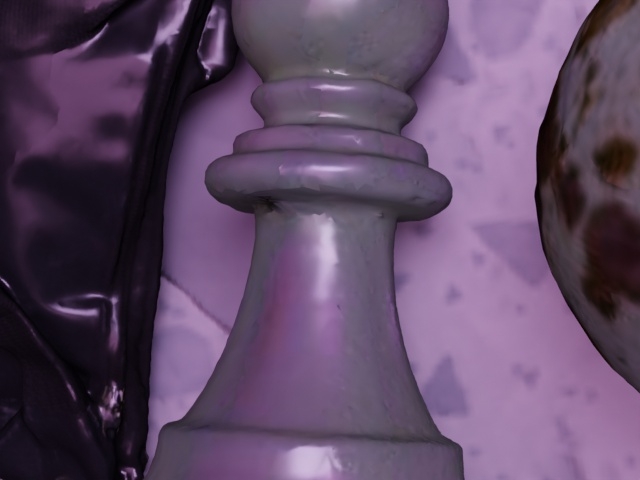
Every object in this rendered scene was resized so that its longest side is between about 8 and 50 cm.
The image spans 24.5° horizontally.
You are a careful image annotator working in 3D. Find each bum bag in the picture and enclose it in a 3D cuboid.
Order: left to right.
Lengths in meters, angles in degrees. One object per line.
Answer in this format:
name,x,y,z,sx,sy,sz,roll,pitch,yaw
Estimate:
bum bag,-0.098,-0.030,0.514,0.123,0.060,0.248,14,99,14

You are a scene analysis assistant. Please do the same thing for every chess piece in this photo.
chess piece,0.000,0.000,0.465,0.139,0.139,0.272,2,85,16

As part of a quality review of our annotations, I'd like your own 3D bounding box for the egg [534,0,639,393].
egg,0.171,-0.026,0.380,0.231,0.169,0.169,-13,90,9
